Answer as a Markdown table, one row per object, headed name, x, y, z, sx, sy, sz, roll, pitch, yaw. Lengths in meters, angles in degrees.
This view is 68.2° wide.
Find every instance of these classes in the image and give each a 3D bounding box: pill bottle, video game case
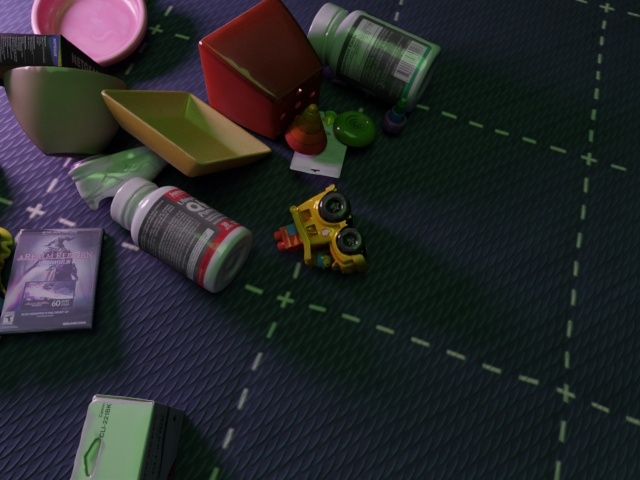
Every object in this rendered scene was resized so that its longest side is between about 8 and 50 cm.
| name | x | y | z | sx | sy | sz | roll | pitch | yaw |
| --- | --- | --- | --- | --- | --- | --- | --- | --- | --- |
| pill bottle | -0.340 | -0.023 | 1.153 | 0.318 | 0.176 | 0.176 | 30 | 68 | 9 |
| pill bottle | 0.152 | -0.546 | 1.400 | 0.361 | 0.204 | 0.204 | 29 | 68 | 9 |
| video game case | -0.638 | 0.091 | 1.139 | 0.196 | 0.026 | 0.274 | -2 | 60 | -12 |

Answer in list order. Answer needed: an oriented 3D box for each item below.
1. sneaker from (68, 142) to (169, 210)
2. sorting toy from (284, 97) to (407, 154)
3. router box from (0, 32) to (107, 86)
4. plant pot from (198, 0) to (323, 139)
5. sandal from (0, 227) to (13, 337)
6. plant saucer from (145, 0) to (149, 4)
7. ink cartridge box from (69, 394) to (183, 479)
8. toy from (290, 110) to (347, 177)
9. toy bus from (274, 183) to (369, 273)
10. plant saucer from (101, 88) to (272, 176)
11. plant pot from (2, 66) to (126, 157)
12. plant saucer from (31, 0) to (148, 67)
| name | x | y | z | sx | sy | sz | roll | pitch | yaw |
| --- | --- | --- | --- | --- | --- | --- | --- | --- | --- |
| sneaker | -0.492 | -0.176 | 1.265 | 0.305 | 0.114 | 0.152 | -24 | 103 | -23 |
| sorting toy | 0.085 | -0.339 | 1.298 | 0.365 | 0.126 | 0.127 | -13 | 64 | -18 |
| router box | -0.737 | -0.452 | 1.246 | 0.243 | 0.309 | 0.081 | -1 | 94 | -4 |
| plant pot | -0.142 | -0.445 | 1.310 | 0.267 | 0.267 | 0.236 | -41 | 79 | -19 |
| sandal | -0.803 | 0.092 | 1.096 | 0.126 | 0.138 | 0.317 | -13 | 70 | -11 |
| plant saucer | -0.701 | -0.832 | 1.560 | 0.278 | 0.041 | 0.278 | 2 | 66 | -4 |
| ink cartridge box | -0.359 | 0.414 | 0.908 | 0.114 | 0.273 | 0.197 | 5 | 66 | -1 |
| toy | 0.008 | -0.268 | 1.351 | 0.137 | 0.056 | 0.237 | 11 | 61 | 5 |
| toy bus | 0.000 | 0.000 | 1.194 | 0.211 | 0.149 | 0.220 | -23 | 72 | 1 |
| plant saucer | -0.343 | -0.276 | 1.244 | 0.333 | 0.081 | 0.333 | 35 | 26 | 12 |
| plant pot | -0.653 | -0.317 | 1.237 | 0.284 | 0.284 | 0.191 | -2 | 95 | -5 |
| plant saucer | -0.688 | -0.661 | 1.437 | 0.332 | 0.084 | 0.332 | 1 | 77 | -5 |
